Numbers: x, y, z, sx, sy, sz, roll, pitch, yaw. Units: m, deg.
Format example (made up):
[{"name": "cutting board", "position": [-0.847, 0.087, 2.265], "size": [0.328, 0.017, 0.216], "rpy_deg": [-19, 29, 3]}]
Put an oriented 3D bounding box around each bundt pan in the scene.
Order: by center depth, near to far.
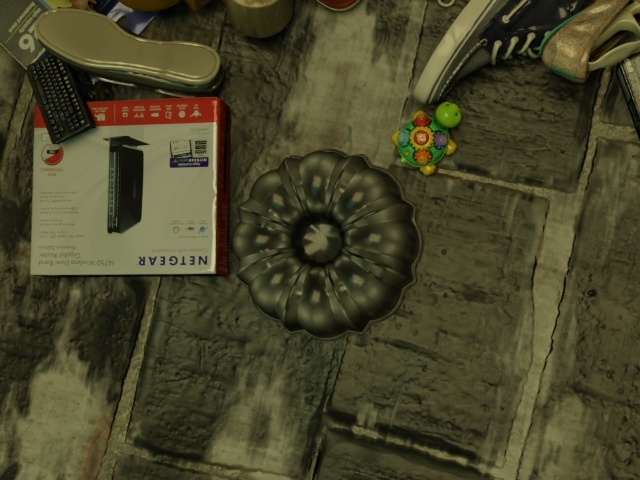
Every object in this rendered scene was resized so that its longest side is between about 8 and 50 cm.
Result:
[{"name": "bundt pan", "position": [0.000, 0.000, 1.767], "size": [0.330, 0.124, 0.331], "rpy_deg": [-1, 84, 11]}]

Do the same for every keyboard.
[{"name": "keyboard", "position": [-0.437, -0.255, 1.845], "size": [0.108, 0.023, 0.180], "rpy_deg": [-25, 63, -2]}]

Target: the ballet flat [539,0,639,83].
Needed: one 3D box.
[{"name": "ballet flat", "position": [0.487, -0.353, 1.692], "size": [0.316, 0.107, 0.106], "rpy_deg": [-42, 59, -8]}]

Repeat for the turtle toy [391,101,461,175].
[{"name": "turtle toy", "position": [0.180, -0.176, 1.777], "size": [0.130, 0.066, 0.095], "rpy_deg": [-44, 79, 4]}]

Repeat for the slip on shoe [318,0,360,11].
[{"name": "slip on shoe", "position": [-0.054, -0.525, 1.837], "size": [0.123, 0.101, 0.331], "rpy_deg": [-45, 78, 6]}]

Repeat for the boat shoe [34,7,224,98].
[{"name": "boat shoe", "position": [-0.329, -0.307, 1.850], "size": [0.335, 0.095, 0.112], "rpy_deg": [15, 63, 5]}]

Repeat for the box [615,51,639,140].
[{"name": "box", "position": [0.568, -0.222, 1.703], "size": [0.147, 0.077, 0.180], "rpy_deg": [-19, 82, 9]}]

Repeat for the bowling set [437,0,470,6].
[{"name": "bowling set", "position": [0.228, -0.536, 1.742], "size": [0.154, 0.200, 0.287], "rpy_deg": [7, 90, 10]}]

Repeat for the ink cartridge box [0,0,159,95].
[{"name": "ink cartridge box", "position": [-0.459, -0.451, 1.923], "size": [0.307, 0.072, 0.304], "rpy_deg": [43, 93, 13]}]

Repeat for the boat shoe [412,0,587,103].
[{"name": "boat shoe", "position": [0.304, -0.332, 1.740], "size": [0.158, 0.127, 0.341], "rpy_deg": [37, 93, 5]}]

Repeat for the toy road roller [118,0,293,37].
[{"name": "toy road roller", "position": [-0.220, -0.452, 1.788], "size": [0.240, 0.202, 0.329], "rpy_deg": [-39, 80, -7]}]

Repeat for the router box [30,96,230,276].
[{"name": "router box", "position": [-0.325, -0.087, 1.855], "size": [0.335, 0.082, 0.301], "rpy_deg": [-1, 84, 10]}]

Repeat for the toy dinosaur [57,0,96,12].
[{"name": "toy dinosaur", "position": [-0.470, -0.544, 1.848], "size": [0.200, 0.127, 0.296], "rpy_deg": [-51, 57, 39]}]
